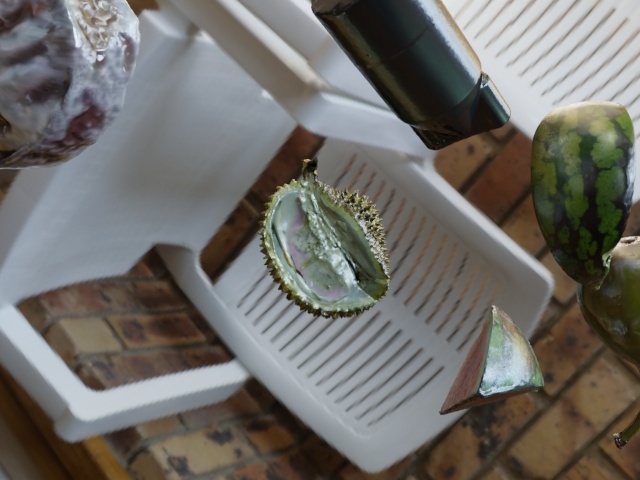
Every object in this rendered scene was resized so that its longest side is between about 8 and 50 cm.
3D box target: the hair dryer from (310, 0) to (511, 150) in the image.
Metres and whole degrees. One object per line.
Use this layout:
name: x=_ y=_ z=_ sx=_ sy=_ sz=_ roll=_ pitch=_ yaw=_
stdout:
hair dryer: x=0.098 y=-0.259 z=1.031 sx=0.116 sy=0.303 sz=0.244 roll=-28 pitch=129 yaw=20

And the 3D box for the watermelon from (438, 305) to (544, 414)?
watermelon: x=0.284 y=0.237 z=1.439 sx=0.207 sy=0.136 sz=0.202 roll=-38 pitch=151 yaw=-58

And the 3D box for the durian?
durian: x=0.000 y=0.000 z=1.327 sx=0.193 sy=0.238 sz=0.138 roll=-9 pitch=179 yaw=-9

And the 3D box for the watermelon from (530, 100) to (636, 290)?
watermelon: x=0.216 y=-0.051 z=0.693 sx=0.086 sy=0.163 sz=0.069 roll=18 pitch=159 yaw=-36

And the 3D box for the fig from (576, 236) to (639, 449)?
fig: x=0.331 y=0.114 z=0.933 sx=0.124 sy=0.124 sz=0.237 roll=-16 pitch=106 yaw=-50

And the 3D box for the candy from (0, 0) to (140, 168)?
candy: x=-0.344 y=-0.199 z=1.044 sx=0.289 sy=0.214 sz=0.157 roll=-27 pitch=171 yaw=35
